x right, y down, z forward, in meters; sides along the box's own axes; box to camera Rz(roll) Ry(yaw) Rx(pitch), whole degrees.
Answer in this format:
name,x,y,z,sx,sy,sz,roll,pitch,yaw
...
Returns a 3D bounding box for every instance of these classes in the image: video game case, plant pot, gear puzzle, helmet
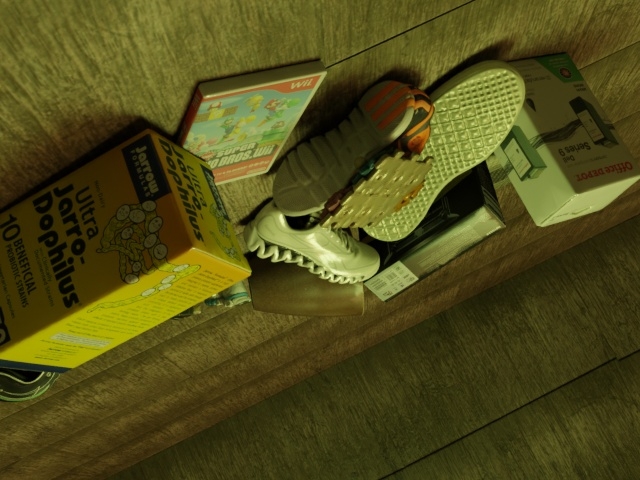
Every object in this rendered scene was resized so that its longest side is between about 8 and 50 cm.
name,x,y,z,sx,sy,sz,roll,pitch,yaw
video game case,-0.127,-0.163,1.391,0.204,0.025,0.285,-17,161,-30
plant pot,-0.042,0.077,1.987,0.230,0.215,0.215,-10,161,-7
gear puzzle,0.110,-0.094,1.565,0.175,0.044,0.339,-47,163,18
helmet,-0.540,0.209,1.630,0.161,0.169,0.169,6,146,-35

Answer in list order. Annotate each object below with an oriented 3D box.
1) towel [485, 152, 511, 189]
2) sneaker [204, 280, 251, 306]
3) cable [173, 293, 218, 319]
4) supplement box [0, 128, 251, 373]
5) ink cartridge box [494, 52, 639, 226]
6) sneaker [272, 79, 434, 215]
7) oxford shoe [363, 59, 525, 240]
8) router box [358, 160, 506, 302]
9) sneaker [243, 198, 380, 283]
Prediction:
name,x,y,z,sx,sy,sz,roll,pitch,yaw
towel,0.442,-0.193,2.168,0.324,0.056,0.312,-25,167,-15
sneaker,-0.205,0.099,1.989,0.071,0.083,0.190,-12,-178,-28
cable,-0.361,0.127,1.899,0.287,0.072,0.139,5,163,-41
supplement box,-0.316,0.027,1.325,0.356,0.194,0.195,-28,161,12
ink cartridge box,0.437,-0.192,1.712,0.211,0.289,0.121,-16,160,-35
sneaker,0.074,-0.142,1.591,0.321,0.125,0.180,-35,161,25
oxford shoe,0.213,-0.179,1.722,0.449,0.169,0.130,-52,-165,40
router box,0.222,-0.043,1.928,0.309,0.243,0.081,-34,122,24
sneaker,0.000,0.000,1.799,0.292,0.110,0.118,16,127,-25
